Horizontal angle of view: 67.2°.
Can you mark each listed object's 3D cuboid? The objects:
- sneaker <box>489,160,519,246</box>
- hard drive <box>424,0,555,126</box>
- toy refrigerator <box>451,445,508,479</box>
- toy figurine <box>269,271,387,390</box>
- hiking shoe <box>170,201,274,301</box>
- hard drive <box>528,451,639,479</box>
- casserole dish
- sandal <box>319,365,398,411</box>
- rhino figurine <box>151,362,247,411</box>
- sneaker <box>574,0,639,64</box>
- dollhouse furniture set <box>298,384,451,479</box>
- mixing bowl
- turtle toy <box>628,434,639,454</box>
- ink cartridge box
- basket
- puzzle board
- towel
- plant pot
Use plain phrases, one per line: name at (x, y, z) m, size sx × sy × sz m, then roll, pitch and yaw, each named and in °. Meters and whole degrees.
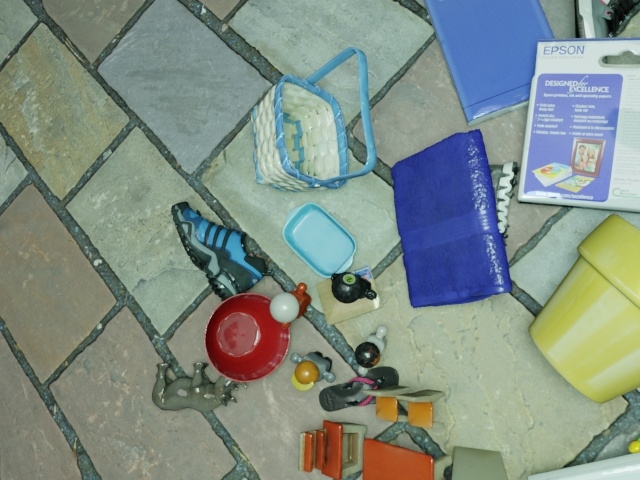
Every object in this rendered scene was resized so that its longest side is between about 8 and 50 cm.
sneaker at (0.320, -0.046, 0.952) m, size 0.106 × 0.078 × 0.235 m, roll 9°, pitch 82°, yaw 26°
hard drive at (0.367, -0.424, 1.020) m, size 0.210 × 0.040 × 0.319 m, roll -18°, pitch 75°, yaw 15°
toy refrigerator at (0.261, 0.420, 0.778) m, size 0.094 × 0.269 × 0.103 m, roll 1°, pitch 80°, yaw 16°
toy figurine at (0.021, 0.174, 0.957) m, size 0.212 × 0.148 × 0.210 m, roll -17°, pitch 83°, yaw 14°
hiking shoe at (-0.239, 0.011, 1.126) m, size 0.132 × 0.113 × 0.304 m, roll -30°, pitch 62°, yaw -21°
hard drive at (0.547, 0.447, 0.747) m, size 0.352 × 0.047 × 0.233 m, roll -26°, pitch 84°, yaw 23°
casserole dish at (0.000, 0.000, 1.067) m, size 0.188 × 0.037 × 0.114 m, roll 43°, pitch 95°, yaw 19°
sandal at (0.077, 0.309, 0.982) m, size 0.179 × 0.040 × 0.067 m, roll -23°, pitch 74°, yaw 13°
rhino figurine at (-0.273, 0.329, 1.079) m, size 0.243 × 0.073 × 0.107 m, roll -4°, pitch 75°, yaw 16°
sneaker at (0.585, -0.466, 0.919) m, size 0.178 × 0.123 × 0.296 m, roll -2°, pitch 78°, yaw 28°
dollhouse furniture set at (0.093, 0.396, 0.855) m, size 0.259 × 0.135 × 0.262 m, roll -9°, pitch 75°, yaw 48°
mixing bowl at (-0.166, 0.203, 1.034) m, size 0.181 × 0.098 × 0.182 m, roll 3°, pitch 83°, yaw -23°
turtle toy at (0.556, 0.362, 0.800) m, size 0.130 × 0.066 × 0.095 m, roll -46°, pitch 76°, yaw 7°
ink cartridge box at (0.540, -0.208, 0.886) m, size 0.303 × 0.072 × 0.308 m, roll 8°, pitch 90°, yaw 19°
basket at (-0.010, -0.233, 1.008) m, size 0.288 × 0.200 × 0.255 m, roll -14°, pitch 75°, yaw 48°
puzzle board at (0.061, 0.119, 1.039) m, size 0.128 × 0.011 × 0.097 m, roll -21°, pitch 73°, yaw 13°
towel at (0.248, -0.032, 0.930) m, size 0.227 × 0.076 × 0.309 m, roll -20°, pitch 74°, yaw 51°
plant pot at (0.490, 0.127, 0.786) m, size 0.254 × 0.254 × 0.239 m, roll 47°, pitch 112°, yaw 20°
